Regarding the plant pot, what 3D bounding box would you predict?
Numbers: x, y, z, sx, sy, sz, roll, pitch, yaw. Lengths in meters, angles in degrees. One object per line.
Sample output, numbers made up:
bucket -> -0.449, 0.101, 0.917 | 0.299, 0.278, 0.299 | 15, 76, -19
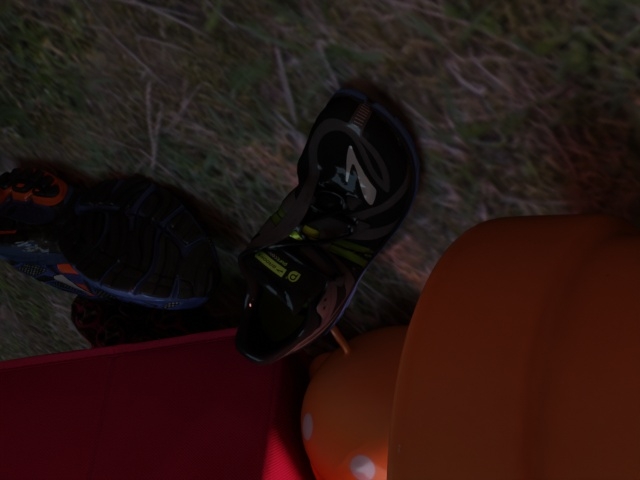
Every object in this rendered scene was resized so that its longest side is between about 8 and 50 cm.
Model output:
plant pot -> 0.185, 0.121, 0.717 | 0.203, 0.291, 0.291 | -8, 131, 30

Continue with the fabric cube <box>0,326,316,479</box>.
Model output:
fabric cube -> -0.111, 0.243, 1.067 | 0.259, 0.258, 0.254 | -10, 138, 18

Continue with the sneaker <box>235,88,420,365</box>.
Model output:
sneaker -> 0.000, 0.000, 0.884 | 0.067, 0.078, 0.188 | 32, 127, 12

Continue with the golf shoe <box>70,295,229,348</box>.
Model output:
golf shoe -> -0.105, 0.091, 1.170 | 0.186, 0.067, 0.086 | 25, 151, 20

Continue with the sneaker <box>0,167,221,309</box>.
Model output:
sneaker -> -0.146, 0.005, 1.095 | 0.221, 0.083, 0.087 | 17, 160, 40

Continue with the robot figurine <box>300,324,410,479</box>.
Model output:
robot figurine -> 0.059, 0.140, 1.004 | 0.128, 0.158, 0.219 | -9, 135, 11
